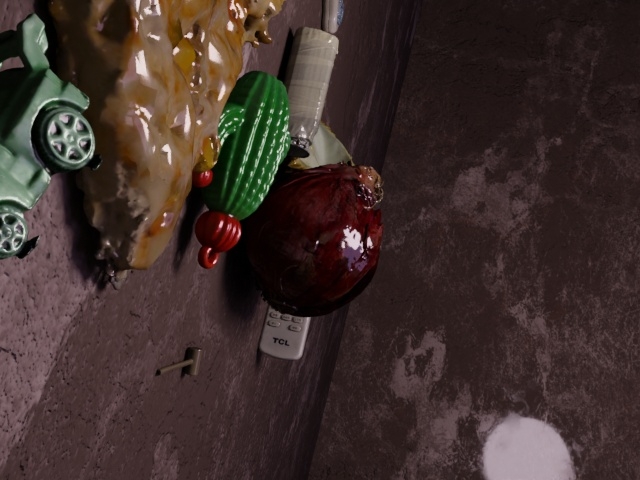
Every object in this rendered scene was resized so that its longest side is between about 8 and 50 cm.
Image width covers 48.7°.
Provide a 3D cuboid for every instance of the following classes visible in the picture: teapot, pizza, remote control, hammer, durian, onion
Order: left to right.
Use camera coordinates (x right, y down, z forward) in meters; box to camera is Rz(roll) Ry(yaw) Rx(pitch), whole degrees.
[{"bbox_3d":[-0.125,-0.218,0.615,0.392,0.080,0.435,85,17,-59],"label":"pizza"},{"bbox_3d":[-0.180,0.161,0.904,0.110,0.019,0.035,5,96,-78],"label":"hammer"},{"bbox_3d":[-0.059,0.135,1.363,0.029,0.087,0.190,55,48,-72],"label":"remote control"},{"bbox_3d":[-0.032,-0.233,1.157,0.107,0.077,0.200,145,-41,-76],"label":"teapot"},{"bbox_3d":[-0.021,-0.146,1.315,0.139,0.144,0.252,59,32,-13],"label":"durian"},{"bbox_3d":[-0.011,0.016,1.131,0.281,0.221,0.281,-50,157,-30],"label":"onion"},{"bbox_3d":[0.025,-0.456,1.336,0.122,0.032,0.074,92,13,-47],"label":"remote control"}]

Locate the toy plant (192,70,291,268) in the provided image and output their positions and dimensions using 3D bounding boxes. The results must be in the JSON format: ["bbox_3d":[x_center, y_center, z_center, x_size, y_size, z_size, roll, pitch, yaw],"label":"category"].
[{"bbox_3d":[-0.104,-0.098,0.860,0.240,0.088,0.154,-59,149,-33],"label":"toy plant"}]

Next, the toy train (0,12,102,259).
[{"bbox_3d":[-0.194,-0.048,0.407,0.081,0.099,0.149,53,47,-37],"label":"toy train"}]
